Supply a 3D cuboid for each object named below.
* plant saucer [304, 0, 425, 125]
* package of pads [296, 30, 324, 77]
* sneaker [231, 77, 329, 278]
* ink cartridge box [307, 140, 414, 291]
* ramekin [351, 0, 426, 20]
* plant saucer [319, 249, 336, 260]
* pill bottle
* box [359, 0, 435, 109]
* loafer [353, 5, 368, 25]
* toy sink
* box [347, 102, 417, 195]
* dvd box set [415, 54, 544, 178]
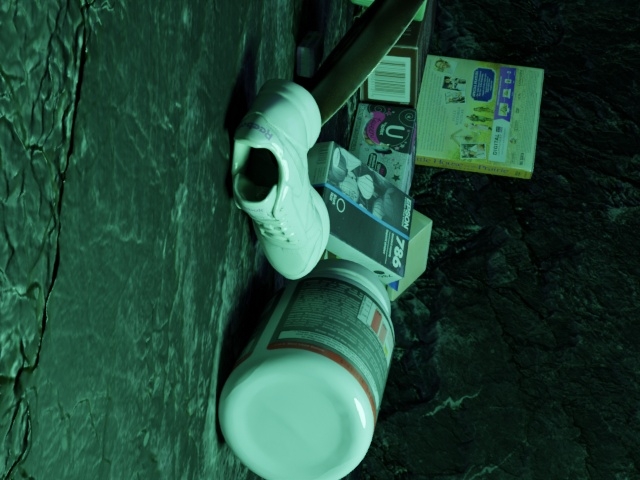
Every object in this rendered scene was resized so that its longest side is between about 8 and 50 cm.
[{"bbox_3d":[0.059,-0.300,1.692,0.310,0.050,0.310,-50,-171,11],"label":"plant saucer"},{"bbox_3d":[-0.016,-0.295,1.694,0.083,0.032,0.050,-68,166,-59],"label":"package of pads"},{"bbox_3d":[-0.068,-0.055,1.393,0.152,0.114,0.305,-56,150,-42],"label":"sneaker"},{"bbox_3d":[0.085,-0.036,1.937,0.333,0.065,0.165,30,61,-47],"label":"ink cartridge box"},{"bbox_3d":[0.142,-0.577,2.028,0.303,0.148,0.303,8,90,-88],"label":"ramekin"},{"bbox_3d":[0.000,0.000,2.009,0.278,0.041,0.277,8,90,-82],"label":"plant saucer"},{"bbox_3d":[-0.003,0.173,1.553,0.363,0.210,0.210,-64,159,-64],"label":"pill bottle"},{"bbox_3d":[0.186,-0.494,2.509,0.191,0.143,0.381,87,15,-46],"label":"box"},{"bbox_3d":[0.092,-0.463,2.220,0.056,0.050,0.148,90,-5,-54],"label":"loafer"},{"bbox_3d":[0.093,-0.010,2.202,0.131,0.234,0.152,-40,150,-32],"label":"toy sink"},{"bbox_3d":[0.135,-0.163,2.412,0.163,0.142,0.247,85,15,-56],"label":"box"},{"bbox_3d":[0.353,-0.329,2.778,0.062,0.421,0.307,84,14,-67],"label":"dvd box set"}]
